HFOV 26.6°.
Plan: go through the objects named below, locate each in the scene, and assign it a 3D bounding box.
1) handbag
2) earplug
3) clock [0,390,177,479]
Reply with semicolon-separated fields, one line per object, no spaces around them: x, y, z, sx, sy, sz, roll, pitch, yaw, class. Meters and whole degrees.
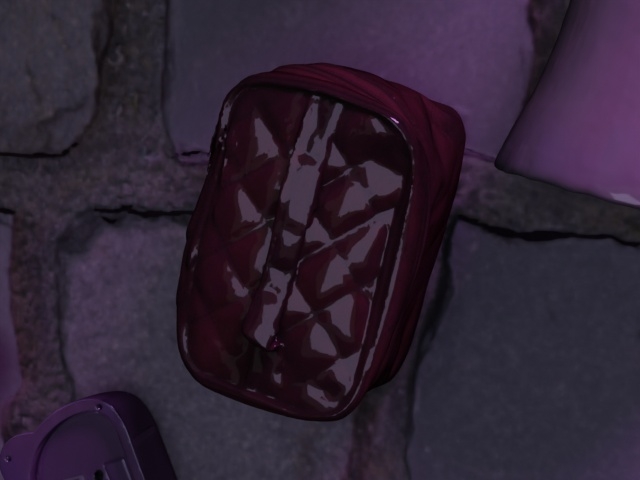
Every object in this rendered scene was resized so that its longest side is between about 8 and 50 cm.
0.000;0.000;0.871;0.146;0.135;0.225;19;104;17;handbag
0.226;-0.162;0.780;0.172;0.172;0.301;18;96;12;earplug
-0.160;0.189;0.984;0.110;0.050;0.153;-19;92;17;clock
